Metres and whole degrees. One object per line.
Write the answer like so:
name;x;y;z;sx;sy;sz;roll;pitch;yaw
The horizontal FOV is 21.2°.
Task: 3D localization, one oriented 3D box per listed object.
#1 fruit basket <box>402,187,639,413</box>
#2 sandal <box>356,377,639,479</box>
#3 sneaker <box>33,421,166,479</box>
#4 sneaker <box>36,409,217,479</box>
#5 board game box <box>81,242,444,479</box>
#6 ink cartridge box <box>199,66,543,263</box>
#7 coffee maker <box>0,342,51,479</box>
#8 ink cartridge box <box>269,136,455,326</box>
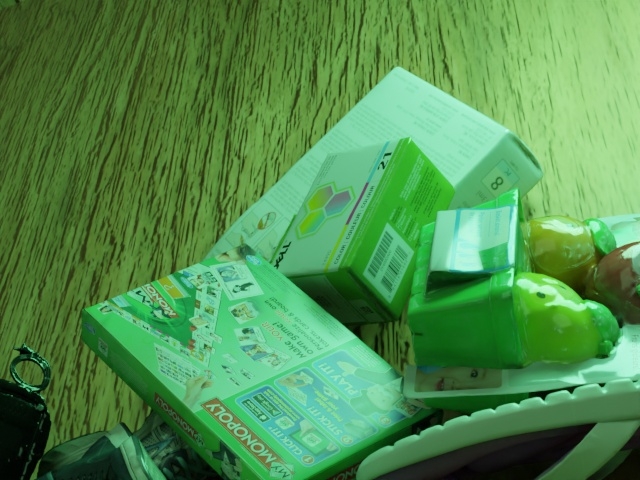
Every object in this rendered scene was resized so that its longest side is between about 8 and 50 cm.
fruit basket;0.261;0.042;1.651;0.353;0.165;0.327;-12;26;15
sandal;0.226;0.192;1.490;0.416;0.169;0.102;-16;70;18
sneaker;-0.220;0.252;1.588;0.163;0.086;0.226;-34;7;-11
sneaker;-0.154;0.241;1.750;0.283;0.110;0.122;-27;41;9
board game box;-0.063;0.133;1.703;0.213;0.046;0.317;-23;46;-34
ink cartridge box;0.046;-0.017;2.056;0.385;0.091;0.308;-46;31;-2
coffee maker;-0.347;0.230;1.807;0.171;0.120;0.178;-47;-4;-35
ink cartridge box;0.000;0.000;1.907;0.255;0.097;0.189;-8;46;44
